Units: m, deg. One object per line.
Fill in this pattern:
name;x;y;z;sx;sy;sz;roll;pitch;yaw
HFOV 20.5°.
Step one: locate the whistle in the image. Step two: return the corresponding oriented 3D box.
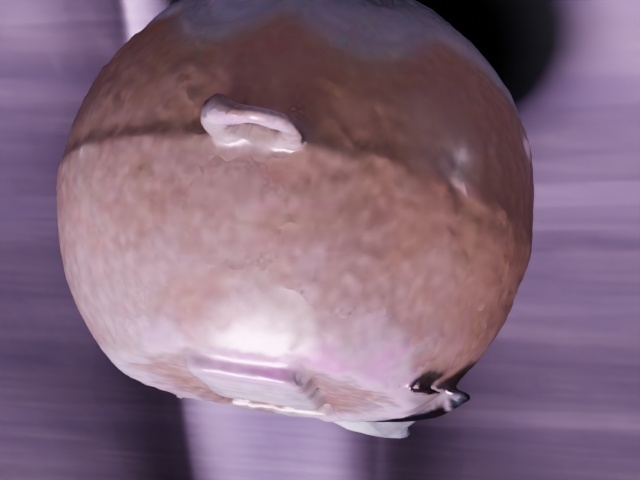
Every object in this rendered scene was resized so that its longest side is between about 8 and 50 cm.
whistle;0.000;0.000;0.734;0.189;0.189;0.348;7;162;10
